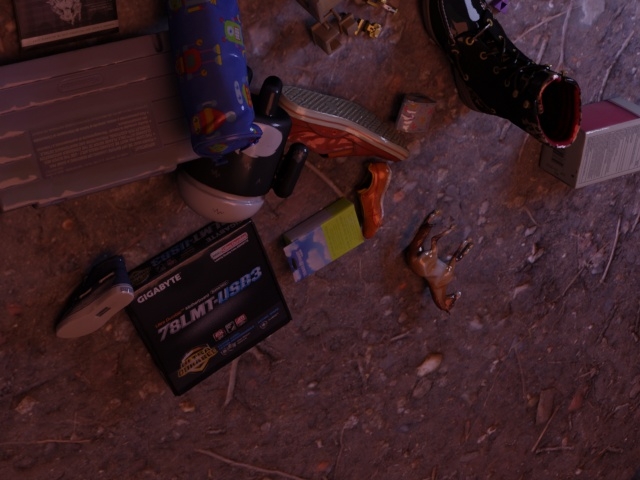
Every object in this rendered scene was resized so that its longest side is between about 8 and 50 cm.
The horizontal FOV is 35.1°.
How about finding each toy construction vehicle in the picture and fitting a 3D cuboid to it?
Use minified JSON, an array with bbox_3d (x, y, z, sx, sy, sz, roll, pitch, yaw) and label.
[{"bbox_3d":[0.093,-0.424,1.912,0.098,0.035,0.086,20,105,-42],"label":"toy construction vehicle"}]

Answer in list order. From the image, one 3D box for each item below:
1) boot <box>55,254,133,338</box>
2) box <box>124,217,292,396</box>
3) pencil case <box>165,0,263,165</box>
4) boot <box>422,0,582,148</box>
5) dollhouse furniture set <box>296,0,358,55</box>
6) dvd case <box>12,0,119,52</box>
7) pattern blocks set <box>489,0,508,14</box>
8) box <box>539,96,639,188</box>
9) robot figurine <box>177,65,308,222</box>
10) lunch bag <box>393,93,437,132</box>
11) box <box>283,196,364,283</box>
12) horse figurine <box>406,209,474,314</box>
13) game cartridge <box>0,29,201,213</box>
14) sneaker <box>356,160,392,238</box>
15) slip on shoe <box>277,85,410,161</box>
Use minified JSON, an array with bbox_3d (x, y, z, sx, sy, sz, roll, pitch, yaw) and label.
[{"bbox_3d":[-0.420,0.106,1.867,0.190,0.086,0.069,-31,148,23],"label":"boot"},{"bbox_3d":[-0.226,0.125,2.013,0.295,0.073,0.293,-32,133,-16],"label":"box"},{"bbox_3d":[-0.172,-0.284,1.650,0.133,0.119,0.306,-2,78,-53],"label":"pencil case"},{"bbox_3d":[0.357,-0.352,1.975,0.138,0.284,0.377,-38,134,-10],"label":"boot"},{"bbox_3d":[0.042,-0.459,1.834,0.182,0.101,0.161,-38,155,-10],"label":"dollhouse furniture set"},{"bbox_3d":[-0.403,-0.414,1.570,0.164,0.018,0.221,-19,127,-27],"label":"dvd case"},{"bbox_3d":[0.454,-0.607,2.063,0.325,0.026,0.285,-49,134,0],"label":"pattern blocks set"},{"bbox_3d":[0.651,-0.233,2.377,0.232,0.127,0.149,-15,126,-28],"label":"box"},{"bbox_3d":[-0.153,-0.168,1.807,0.173,0.209,0.278,-7,124,-51],"label":"robot figurine"},{"bbox_3d":[0.189,-0.262,2.075,0.083,0.053,0.071,-10,126,-43],"label":"lunch bag"},{"bbox_3d":[0.000,0.000,2.113,0.178,0.042,0.109,-32,131,-15],"label":"box"},{"bbox_3d":[0.268,0.042,2.321,0.174,0.066,0.263,-54,137,-3],"label":"horse figurine"},{"bbox_3d":[-0.378,-0.193,1.638,0.355,0.068,0.230,-18,103,-26],"label":"game cartridge"},{"bbox_3d":[0.102,-0.087,2.130,0.067,0.064,0.175,0,112,-18],"label":"sneaker"},{"bbox_3d":[0.034,-0.208,1.962,0.331,0.123,0.101,12,124,-36],"label":"slip on shoe"}]
